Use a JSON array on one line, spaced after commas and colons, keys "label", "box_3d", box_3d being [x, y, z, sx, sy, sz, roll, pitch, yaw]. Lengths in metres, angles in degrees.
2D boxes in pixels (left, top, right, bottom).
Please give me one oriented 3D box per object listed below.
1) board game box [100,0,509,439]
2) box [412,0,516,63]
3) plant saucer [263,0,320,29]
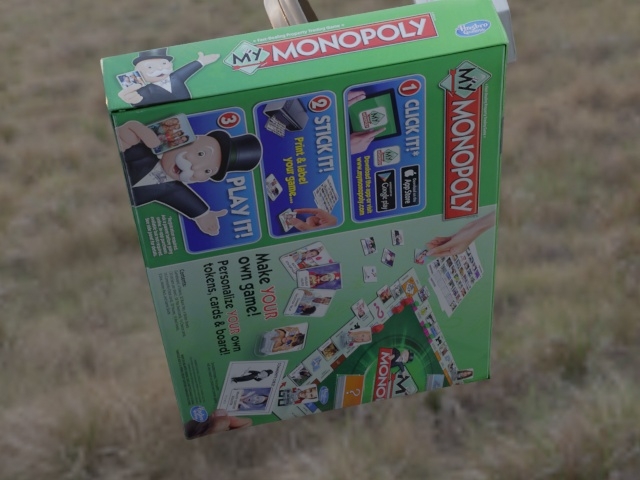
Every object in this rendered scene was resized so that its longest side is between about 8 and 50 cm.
[{"label": "board game box", "box_3d": [0.000, 0.000, 0.917, 0.213, 0.317, 0.046, -11, 51, -5]}, {"label": "box", "box_3d": [0.139, -0.232, 1.519, 0.087, 0.101, 0.102, -16, -27, 5]}, {"label": "plant saucer", "box_3d": [0.010, -0.165, 1.638, 0.041, 0.278, 0.278, -28, 13, 6]}]
